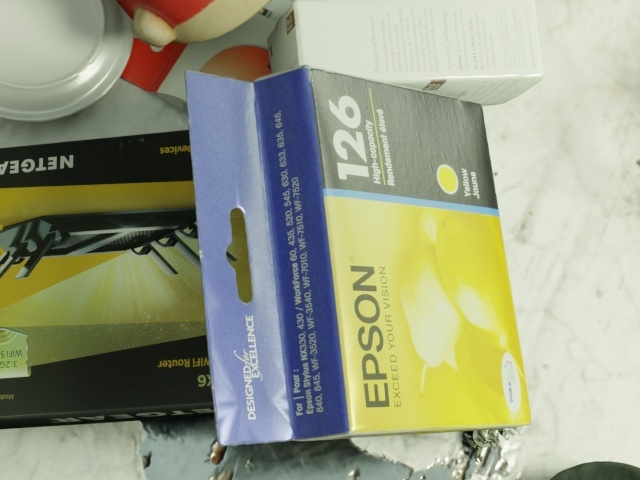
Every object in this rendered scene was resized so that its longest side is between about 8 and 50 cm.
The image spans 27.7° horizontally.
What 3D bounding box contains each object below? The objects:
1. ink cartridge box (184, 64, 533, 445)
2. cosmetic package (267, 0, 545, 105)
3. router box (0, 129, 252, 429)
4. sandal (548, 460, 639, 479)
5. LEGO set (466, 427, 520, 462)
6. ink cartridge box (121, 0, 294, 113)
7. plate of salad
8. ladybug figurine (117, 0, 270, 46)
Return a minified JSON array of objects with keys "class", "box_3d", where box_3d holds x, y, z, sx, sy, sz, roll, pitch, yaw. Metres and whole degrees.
[{"class":"ink cartridge box","box_3d":[0.039,0.012,1.080,0.307,0.072,0.304,5,74,-44]},{"class":"cosmetic package","box_3d":[0.077,-0.170,1.197,0.231,0.117,0.085,-6,83,-14]},{"class":"router box","box_3d":[-0.158,0.033,1.136,0.309,0.081,0.243,-5,75,9]},{"class":"sandal","box_3d":[0.241,0.402,1.054,0.167,0.107,0.446,-14,69,19]},{"class":"LEGO set","box_3d":[0.156,0.160,1.183,0.054,0.023,0.083,-3,75,-4]},{"class":"ink cartridge box","box_3d":[-0.106,-0.194,1.252,0.179,0.045,0.145,30,75,2]},{"class":"plate of salad","box_3d":[-0.280,-0.205,1.243,0.200,0.048,0.200,3,76,-12]},{"class":"ladybug figurine","box_3d":[-0.090,-0.394,1.184,0.305,0.162,0.449,8,76,40]}]
